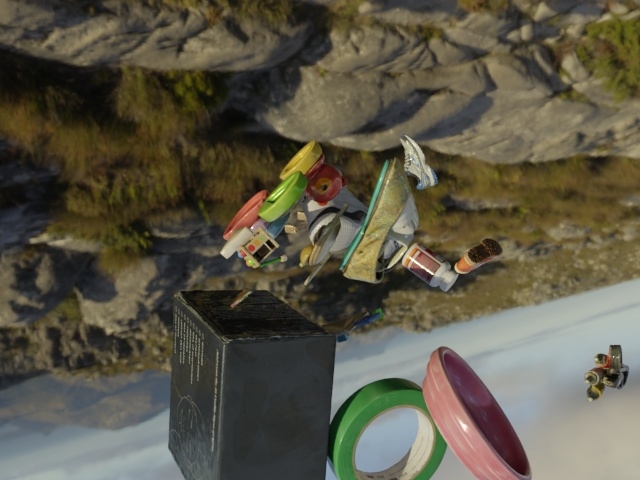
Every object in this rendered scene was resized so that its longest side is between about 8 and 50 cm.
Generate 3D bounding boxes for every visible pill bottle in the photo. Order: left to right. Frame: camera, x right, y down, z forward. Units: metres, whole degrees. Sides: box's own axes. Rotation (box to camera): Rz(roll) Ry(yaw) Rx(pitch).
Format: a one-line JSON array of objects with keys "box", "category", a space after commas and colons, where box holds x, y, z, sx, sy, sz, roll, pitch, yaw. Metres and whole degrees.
[{"box": [0.319, 0.078, 1.977, 0.086, 0.152, 0.086, -44, 158, -23], "category": "pill bottle"}]

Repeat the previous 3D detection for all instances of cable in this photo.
[{"box": [0.701, 0.309, 1.657, 0.072, 0.139, 0.287, 13, -176, 30], "category": "cable"}]

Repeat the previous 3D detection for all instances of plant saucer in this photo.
[{"box": [0.326, 0.389, 1.477, 0.084, 0.332, 0.332, -37, 163, 14], "category": "plant saucer"}]

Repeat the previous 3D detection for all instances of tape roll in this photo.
[{"box": [0.173, 0.513, 1.742, 0.321, 0.321, 0.077, -12, -161, -21], "category": "tape roll"}]

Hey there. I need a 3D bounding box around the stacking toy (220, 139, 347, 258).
[{"box": [-0.081, -0.058, 1.572, 0.309, 0.130, 0.279, -41, -164, 21], "category": "stacking toy"}]

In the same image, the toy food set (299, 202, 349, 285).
[{"box": [0.000, 0.000, 1.502, 0.132, 0.039, 0.192, -49, 165, -42], "category": "toy food set"}]

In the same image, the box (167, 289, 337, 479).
[{"box": [-0.200, 0.412, 1.785, 0.297, 0.479, 0.472, 0, -170, -24], "category": "box"}]

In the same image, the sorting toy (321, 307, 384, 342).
[{"box": [0.045, 0.287, 2.115, 0.348, 0.047, 0.196, -21, -178, 27], "category": "sorting toy"}]

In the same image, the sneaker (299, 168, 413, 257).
[{"box": [0.089, -0.073, 1.795, 0.366, 0.210, 0.137, 9, 135, -44], "category": "sneaker"}]

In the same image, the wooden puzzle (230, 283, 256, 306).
[{"box": [-0.147, 0.105, 1.308, 0.049, 0.006, 0.083, -36, -171, 13], "category": "wooden puzzle"}]

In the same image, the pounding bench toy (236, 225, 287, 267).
[{"box": [-0.113, 0.027, 1.311, 0.065, 0.083, 0.052, -46, -174, -16], "category": "pounding bench toy"}]

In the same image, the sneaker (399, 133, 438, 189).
[{"box": [0.208, -0.173, 1.526, 0.058, 0.135, 0.052, -31, -177, 3], "category": "sneaker"}]

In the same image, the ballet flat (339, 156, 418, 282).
[{"box": [0.134, -0.027, 1.376, 0.123, 0.123, 0.348, -11, 147, -24], "category": "ballet flat"}]

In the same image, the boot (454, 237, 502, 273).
[{"box": [0.441, 0.045, 1.910, 0.158, 0.059, 0.084, -19, 158, -36], "category": "boot"}]

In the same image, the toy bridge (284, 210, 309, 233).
[{"box": [-0.036, -0.071, 2.006, 0.063, 0.026, 0.188, 9, -151, 23], "category": "toy bridge"}]

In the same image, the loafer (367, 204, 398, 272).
[{"box": [0.176, -0.011, 1.972, 0.080, 0.220, 0.078, -15, -154, -16], "category": "loafer"}]
